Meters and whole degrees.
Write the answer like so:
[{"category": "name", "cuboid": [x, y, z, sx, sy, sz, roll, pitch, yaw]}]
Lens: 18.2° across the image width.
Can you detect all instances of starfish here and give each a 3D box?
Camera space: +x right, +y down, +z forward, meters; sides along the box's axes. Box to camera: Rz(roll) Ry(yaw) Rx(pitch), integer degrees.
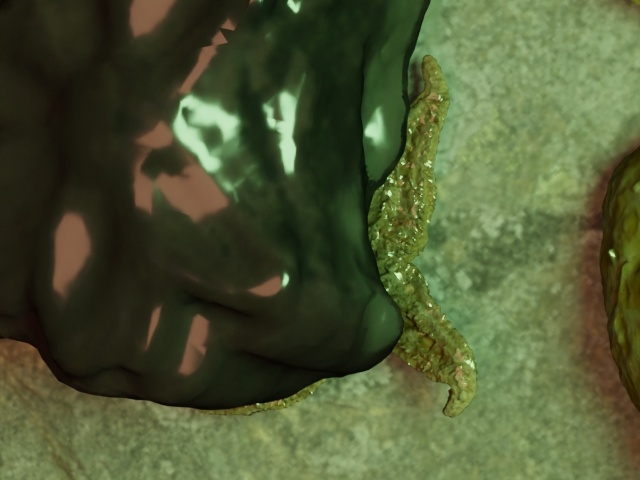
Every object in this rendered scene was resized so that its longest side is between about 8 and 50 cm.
[{"category": "starfish", "cuboid": [0.002, 0.000, 1.479, 0.299, 0.060, 0.302, 16, 96, 25]}]

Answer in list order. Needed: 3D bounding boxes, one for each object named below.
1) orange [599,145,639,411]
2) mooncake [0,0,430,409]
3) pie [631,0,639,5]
[{"category": "orange", "cuboid": [0.335, 0.074, 1.336, 0.271, 0.210, 0.368, -24, 91, 19]}, {"category": "mooncake", "cuboid": [-0.105, -0.069, 1.391, 0.351, 0.212, 0.381, -12, 83, 29]}, {"category": "pie", "cuboid": [0.291, -0.292, 1.327, 0.340, 0.083, 0.339, 1, 101, 7]}]
